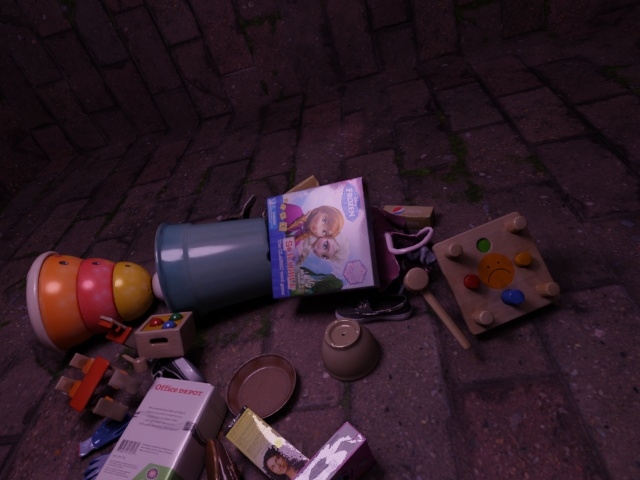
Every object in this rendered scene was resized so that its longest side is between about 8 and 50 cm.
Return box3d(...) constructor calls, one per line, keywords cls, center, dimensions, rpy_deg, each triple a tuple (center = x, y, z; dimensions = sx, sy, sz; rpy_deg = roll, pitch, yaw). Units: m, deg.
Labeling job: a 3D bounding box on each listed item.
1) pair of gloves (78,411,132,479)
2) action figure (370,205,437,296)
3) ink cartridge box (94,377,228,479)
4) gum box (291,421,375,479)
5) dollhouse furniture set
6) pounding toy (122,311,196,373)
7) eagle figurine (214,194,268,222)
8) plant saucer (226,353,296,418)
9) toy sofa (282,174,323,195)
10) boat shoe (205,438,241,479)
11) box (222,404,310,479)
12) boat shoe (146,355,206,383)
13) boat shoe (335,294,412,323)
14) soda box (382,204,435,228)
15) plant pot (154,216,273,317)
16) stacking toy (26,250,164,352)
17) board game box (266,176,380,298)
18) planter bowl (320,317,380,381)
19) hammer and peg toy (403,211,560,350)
box3d(cls="pair of gloves", center=(-0.574, 0.562, 1.174), dimensions=(0.159, 0.023, 0.198), rpy_deg=(-30, 39, -15))
box3d(cls="action figure", center=(0.177, -0.003, 1.352), dimensions=(0.248, 0.276, 0.370), rpy_deg=(-30, 52, -4))
box3d(cls="ink cartridge box", center=(-0.382, 0.500, 1.086), dimensions=(0.198, 0.115, 0.273), rpy_deg=(-1, 41, 23))
box3d(cls="gum box", center=(0.023, 0.495, 0.918), dimensions=(0.188, 0.107, 0.062), rpy_deg=(-38, 41, -23))
box3d(cls="dollhouse furniture set", center=(-0.646, 0.368, 1.276), dimensions=(0.262, 0.135, 0.259), rpy_deg=(3, 60, 39))
box3d(cls="pounding toy", center=(-0.469, 0.277, 1.211), dimensions=(0.181, 0.094, 0.206), rpy_deg=(-5, 13, 1))
box3d(cls="eagle figurine", center=(-0.337, -0.030, 1.664), dimensions=(0.298, 0.226, 0.225), rpy_deg=(-5, 58, 12))
box3d(cls="plant saucer", center=(-0.156, 0.400, 1.175), dimensions=(0.198, 0.036, 0.198), rpy_deg=(-12, 37, 9))
box3d(cls="toy sofa", center=(-0.013, -0.055, 1.526), dimensions=(0.150, 0.177, 0.362), rpy_deg=(-33, 34, 14))
box3d(cls="boat shoe", center=(-0.216, 0.551, 0.997), dimensions=(0.073, 0.073, 0.207), rpy_deg=(7, 31, -29))
box3d(cls="box", center=(-0.117, 0.485, 1.003), dimensions=(0.232, 0.058, 0.087), rpy_deg=(23, 62, 34))
box3d(cls="boat shoe", center=(-0.448, 0.374, 1.277), dimensions=(0.306, 0.113, 0.105), rpy_deg=(18, 58, 43))
box3d(cls="boat shoe", center=(0.149, 0.191, 1.263), dimensions=(0.228, 0.076, 0.080), rpy_deg=(-3, 40, 21))
box3d(cls="soda box", center=(0.311, -0.083, 1.545), dimensions=(0.181, 0.058, 0.061), rpy_deg=(4, 43, 29))
box3d(cls="plant pot", center=(-0.316, 0.077, 1.435), dimensions=(0.334, 0.341, 0.341), rpy_deg=(-10, 37, -2))
box3d(cls="stacking toy", center=(-0.713, 0.181, 1.530), dimensions=(0.480, 0.350, 0.350), rpy_deg=(-9, 36, -12))
box3d(cls="board game box", center=(0.000, 0.000, 1.289), dimensions=(0.318, 0.066, 0.318), rpy_deg=(-11, 77, 21))
box3d(cls="planter bowl", center=(0.070, 0.277, 1.166), dimensions=(0.162, 0.109, 0.162), rpy_deg=(-13, 37, 10))
box3d(cls="hammer and peg toy", center=(0.408, 0.109, 1.130), dimensions=(0.361, 0.127, 0.266), rpy_deg=(-23, 81, -3))
